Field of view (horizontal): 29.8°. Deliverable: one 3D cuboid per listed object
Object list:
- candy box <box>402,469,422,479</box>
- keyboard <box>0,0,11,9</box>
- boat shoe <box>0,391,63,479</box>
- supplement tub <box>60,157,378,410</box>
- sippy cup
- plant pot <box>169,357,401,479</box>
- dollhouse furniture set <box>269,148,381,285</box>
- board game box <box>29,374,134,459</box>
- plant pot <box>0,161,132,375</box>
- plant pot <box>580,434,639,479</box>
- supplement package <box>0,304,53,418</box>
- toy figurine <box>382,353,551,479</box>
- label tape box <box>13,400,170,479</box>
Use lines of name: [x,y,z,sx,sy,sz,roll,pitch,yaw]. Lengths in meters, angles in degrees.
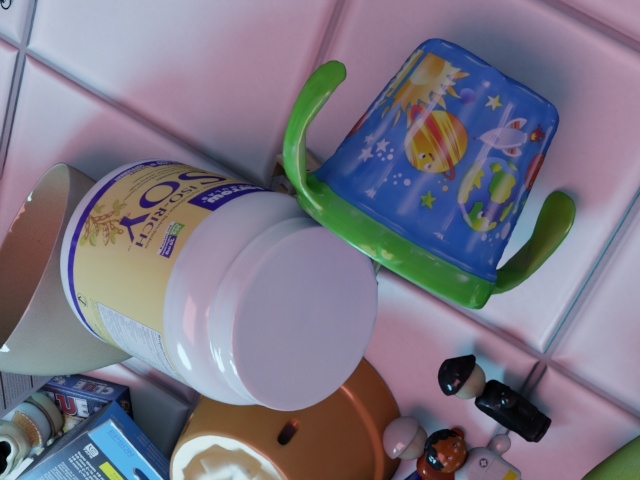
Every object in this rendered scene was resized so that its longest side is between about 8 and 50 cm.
candy box: [0.034,0.466,1.588,0.122,0.268,0.317,46,128,5]
keyboard: [-0.431,-0.372,1.552,0.100,0.038,0.192,38,128,7]
boat shoe: [-0.530,0.328,1.884,0.302,0.103,0.113,-34,95,38]
supplement tub: [-0.120,0.047,1.380,0.331,0.241,0.241,18,125,46]
sippy cup: [0.127,-0.081,1.260,0.240,0.305,0.224,34,99,26]
plant pot: [-0.063,0.283,1.588,0.291,0.203,0.290,14,122,24]
dollhouse furniture set: [0.000,0.000,1.494,0.161,0.101,0.182,48,133,31]
board game box: [-0.399,0.281,1.878,0.243,0.042,0.165,9,119,25]
plant pot: [-0.315,0.063,1.603,0.191,0.284,0.284,25,133,-26]
plant pot: [0.424,0.296,1.309,0.274,0.275,0.293,55,144,-6]
supplement package: [-0.533,0.165,1.734,0.178,0.293,0.175,12,120,25]
toy figurine: [0.157,0.267,1.448,0.148,0.209,0.213,36,126,-4]
label tape box: [-0.274,0.365,1.742,0.240,0.106,0.334,49,134,-6]
